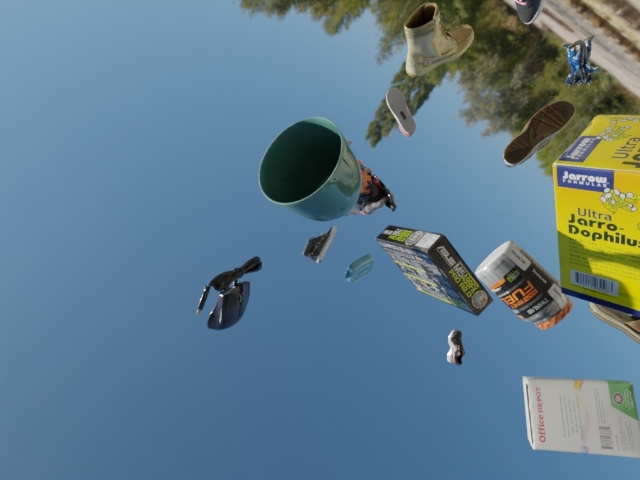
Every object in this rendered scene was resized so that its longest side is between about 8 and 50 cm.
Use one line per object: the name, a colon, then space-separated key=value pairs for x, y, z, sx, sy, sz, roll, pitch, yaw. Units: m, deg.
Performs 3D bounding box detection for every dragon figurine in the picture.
dragon figurine: x=0.832 y=-0.563 z=1.342 sx=0.289 sy=0.085 sz=0.143 roll=-33 pitch=-71 yaw=-61

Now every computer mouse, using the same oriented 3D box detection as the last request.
computer mouse: x=-0.234 y=0.164 z=1.038 sx=0.060 sy=0.261 sz=0.184 roll=42 pitch=-148 yaw=15

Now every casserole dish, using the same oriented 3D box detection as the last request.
casserole dish: x=0.188 y=0.133 z=1.963 sx=0.189 sy=0.114 sz=0.037 roll=-25 pitch=-133 yaw=-38

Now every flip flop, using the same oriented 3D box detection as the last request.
flip flop: x=0.941 y=0.243 z=1.231 sx=0.112 sy=0.080 sz=0.277 roll=-11 pitch=-143 yaw=-44

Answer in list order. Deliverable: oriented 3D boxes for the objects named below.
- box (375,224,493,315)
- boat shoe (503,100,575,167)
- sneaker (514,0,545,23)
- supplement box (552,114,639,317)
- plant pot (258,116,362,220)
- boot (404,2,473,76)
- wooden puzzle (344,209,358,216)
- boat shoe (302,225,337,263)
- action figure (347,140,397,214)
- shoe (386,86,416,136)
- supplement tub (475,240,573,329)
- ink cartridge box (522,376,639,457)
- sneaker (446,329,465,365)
box: x=0.276 y=0.066 z=1.067 sx=0.216 sy=0.060 sz=0.270 roll=48 pitch=171 yaw=-16
boat shoe: x=0.822 y=-0.399 z=1.596 sx=0.109 sy=0.302 sz=0.098 roll=48 pitch=-169 yaw=21
sneaker: x=0.505 y=-0.682 z=1.105 sx=0.104 sy=0.147 sz=0.295 roll=56 pitch=-179 yaw=37
supplement box: x=0.617 y=-0.045 z=0.845 sx=0.194 sy=0.356 sz=0.195 roll=-42 pitch=-144 yaw=-23
plant pot: x=-0.005 y=-0.192 z=1.312 sx=0.235 sy=0.293 sz=0.292 roll=37 pitch=-157 yaw=-51
boot: x=0.388 y=-0.679 z=1.365 sx=0.095 sy=0.262 sz=0.203 roll=59 pitch=179 yaw=31
wooden puzzle: x=0.033 y=-0.158 z=2.087 sx=0.221 sy=0.044 sz=0.239 roll=2 pitch=-167 yaw=-41
boat shoe: x=0.000 y=0.000 z=1.601 sx=0.083 sy=0.065 sz=0.183 roll=25 pitch=-128 yaw=5
action figure: x=0.151 y=-0.239 z=1.731 sx=0.330 sy=0.179 sz=0.341 roll=58 pitch=179 yaw=-42
shoe: x=0.287 y=-0.456 z=1.508 sx=0.177 sy=0.064 sz=0.081 roll=64 pitch=-173 yaw=2
supplement tub: x=0.765 y=0.169 z=1.584 sx=0.316 sy=0.193 sz=0.194 roll=45 pitch=-146 yaw=11
ink cartridge box: x=0.585 y=0.395 z=0.959 sx=0.093 sy=0.213 sz=0.154 roll=35 pitch=-127 yaw=-67
sneaker: x=0.658 y=0.511 z=2.000 sx=0.072 sy=0.178 sz=0.077 roll=-8 pitch=-164 yaw=-24
